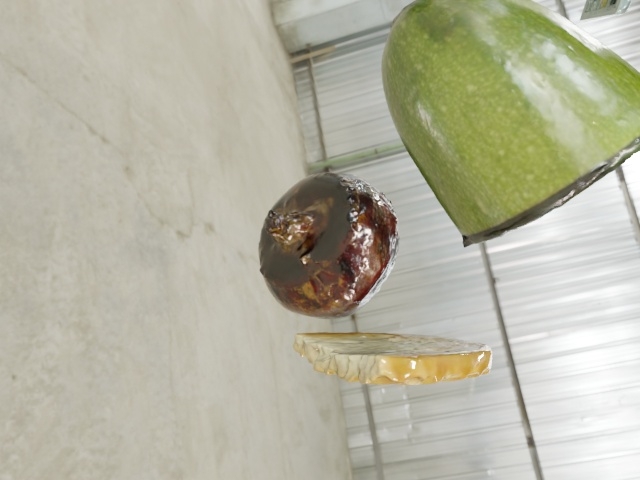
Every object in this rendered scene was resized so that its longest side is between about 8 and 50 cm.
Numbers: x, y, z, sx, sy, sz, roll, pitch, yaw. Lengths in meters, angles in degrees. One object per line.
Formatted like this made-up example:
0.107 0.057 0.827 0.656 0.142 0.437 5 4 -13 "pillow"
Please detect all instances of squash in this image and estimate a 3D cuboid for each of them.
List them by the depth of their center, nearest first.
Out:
0.230 -0.204 0.797 0.309 0.310 0.310 56 13 -2 "squash"

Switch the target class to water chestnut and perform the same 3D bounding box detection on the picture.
0.000 0.000 1.338 0.302 0.350 0.351 32 41 -41 "water chestnut"

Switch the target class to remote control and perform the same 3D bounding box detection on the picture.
0.566 -0.482 1.190 0.293 0.051 0.103 -55 160 -70 "remote control"

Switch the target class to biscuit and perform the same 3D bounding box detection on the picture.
0.093 0.140 0.739 0.309 0.204 0.040 168 -77 -71 "biscuit"
